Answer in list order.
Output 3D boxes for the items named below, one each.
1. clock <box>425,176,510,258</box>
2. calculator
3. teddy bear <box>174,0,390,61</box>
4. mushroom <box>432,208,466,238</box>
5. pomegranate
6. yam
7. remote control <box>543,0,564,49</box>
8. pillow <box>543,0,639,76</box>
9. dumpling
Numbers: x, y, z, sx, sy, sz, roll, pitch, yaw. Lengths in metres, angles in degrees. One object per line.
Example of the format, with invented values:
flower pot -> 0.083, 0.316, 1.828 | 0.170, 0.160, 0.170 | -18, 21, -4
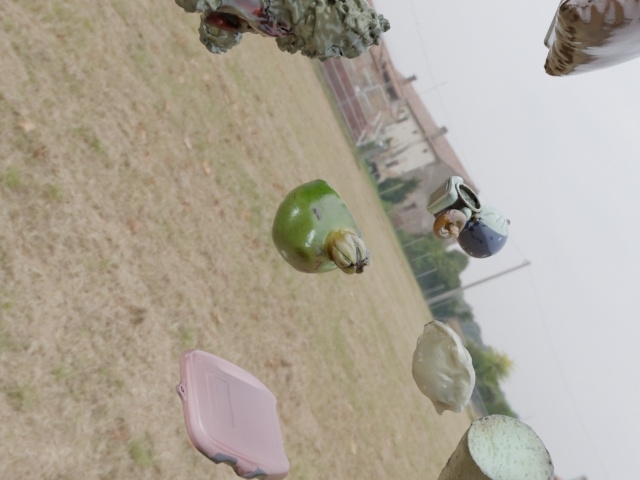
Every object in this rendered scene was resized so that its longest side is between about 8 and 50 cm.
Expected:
clock -> 0.412, -0.060, 1.651 | 0.243, 0.146, 0.199 | 42, 28, -14
calculator -> -0.151, 0.316, 1.081 | 0.329, 0.048, 0.220 | 46, 21, -49
teddy bear -> -0.060, -0.422, 1.105 | 0.368, 0.224, 0.357 | 26, 1, -2
mushroom -> 0.325, -0.042, 1.497 | 0.129, 0.088, 0.072 | -6, 82, -85
pomegranate -> -0.001, 0.003, 1.227 | 0.241, 0.159, 0.190 | 49, -11, 18
yam -> 0.306, 0.434, 1.084 | 0.268, 0.161, 0.161 | 96, -16, -48
remote control -> 0.614, -0.580, 1.469 | 0.067, 0.260, 0.029 | 26, -4, -27
pillow -> 0.504, -0.352, 0.902 | 0.305, 0.308, 0.108 | 1, 71, -74
dumpling -> 0.262, 0.266, 1.244 | 0.118, 0.136, 0.199 | -5, 88, -41
